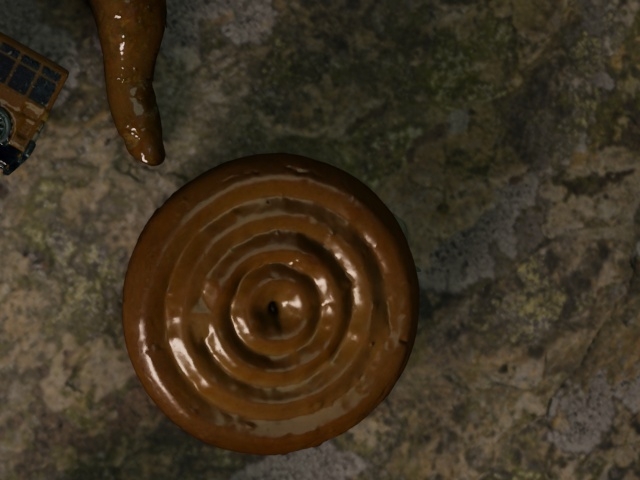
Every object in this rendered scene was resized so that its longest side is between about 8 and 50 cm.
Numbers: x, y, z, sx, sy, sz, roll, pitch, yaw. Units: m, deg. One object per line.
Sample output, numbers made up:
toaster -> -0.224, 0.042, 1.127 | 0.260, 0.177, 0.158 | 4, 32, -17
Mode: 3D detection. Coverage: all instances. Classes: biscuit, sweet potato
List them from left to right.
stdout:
sweet potato -> -0.196, -0.230, 1.520 | 0.108, 0.079, 0.346 | -31, 95, 10
biscuit -> -0.038, 0.058, 1.512 | 0.262, 0.037, 0.262 | -3, 100, -14

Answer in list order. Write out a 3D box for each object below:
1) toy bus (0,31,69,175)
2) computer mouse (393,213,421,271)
toy bus -> -0.304, -0.138, 1.457 | 0.182, 0.091, 0.103 | 29, 72, -15
computer mouse -> 0.000, 0.000, 1.558 | 0.182, 0.056, 0.089 | 14, 99, -16
